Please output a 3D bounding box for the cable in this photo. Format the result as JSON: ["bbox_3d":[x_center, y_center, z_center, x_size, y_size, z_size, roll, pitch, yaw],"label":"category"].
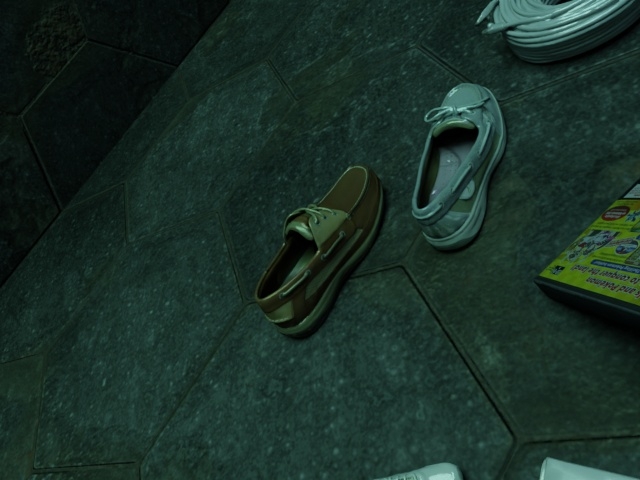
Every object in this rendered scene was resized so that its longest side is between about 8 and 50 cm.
[{"bbox_3d":[0.428,-0.414,0.958,0.257,0.089,0.257,-52,40,-9],"label":"cable"}]

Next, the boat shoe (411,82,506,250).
[{"bbox_3d":[0.211,-0.140,0.893,0.118,0.103,0.320,-5,54,40],"label":"boat shoe"}]

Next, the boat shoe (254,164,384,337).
[{"bbox_3d":[0.000,0.000,0.945,0.123,0.120,0.324,6,61,44],"label":"boat shoe"}]

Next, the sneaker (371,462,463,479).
[{"bbox_3d":[0.091,0.294,0.650,0.152,0.061,0.053,-30,39,16],"label":"sneaker"}]

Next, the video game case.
[{"bbox_3d":[0.371,-0.016,0.580,0.248,0.035,0.275,-44,4,1],"label":"video game case"}]

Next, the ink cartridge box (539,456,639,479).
[{"bbox_3d":[0.292,0.253,0.426,0.219,0.160,0.092,-2,55,42],"label":"ink cartridge box"}]
